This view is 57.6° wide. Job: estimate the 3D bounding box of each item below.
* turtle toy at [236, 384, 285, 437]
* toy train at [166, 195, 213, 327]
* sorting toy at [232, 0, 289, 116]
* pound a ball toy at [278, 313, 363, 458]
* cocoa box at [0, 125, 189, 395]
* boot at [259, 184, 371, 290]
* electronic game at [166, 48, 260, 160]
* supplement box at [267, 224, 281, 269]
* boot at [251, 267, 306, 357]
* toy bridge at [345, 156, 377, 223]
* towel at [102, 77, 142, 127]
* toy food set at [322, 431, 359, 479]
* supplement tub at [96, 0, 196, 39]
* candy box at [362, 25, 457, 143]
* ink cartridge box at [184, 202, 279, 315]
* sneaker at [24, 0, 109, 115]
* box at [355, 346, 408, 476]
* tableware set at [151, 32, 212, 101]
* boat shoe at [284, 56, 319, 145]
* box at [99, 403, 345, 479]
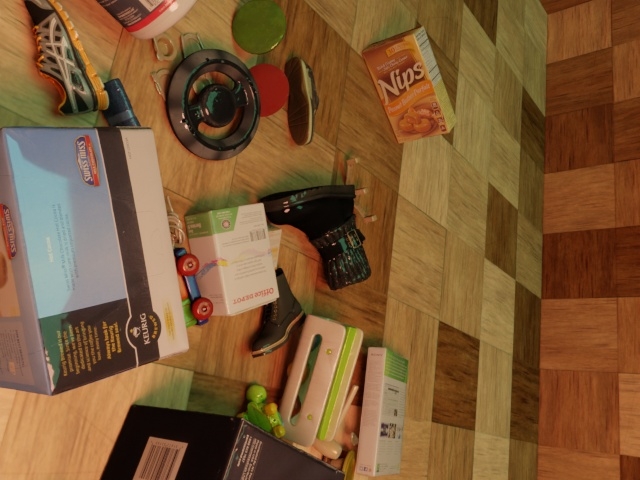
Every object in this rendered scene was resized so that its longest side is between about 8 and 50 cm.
[{"bbox_3d":[-0.126,0.374,1.248,0.130,0.095,0.066,69,16,4],"label":"turtle toy"},{"bbox_3d":[-0.305,0.058,1.064,0.143,0.105,0.248,-24,104,-36],"label":"toy train"},{"bbox_3d":[-0.126,-0.459,1.372,0.126,0.127,0.366,11,74,-77],"label":"sorting toy"},{"bbox_3d":[-0.005,0.342,1.357,0.208,0.135,0.319,26,80,-63],"label":"pound a ball toy"},{"bbox_3d":[-0.376,0.023,0.861,0.228,0.231,0.347,-12,95,-51],"label":"cocoa box"},{"bbox_3d":[0.004,0.000,1.421,0.348,0.131,0.260,-10,93,-52],"label":"boot"},{"bbox_3d":[-0.219,-0.283,1.226,0.229,0.048,0.229,-10,105,-42],"label":"electronic game"},{"bbox_3d":[-0.125,0.019,1.308,0.062,0.036,0.098,-12,116,-51],"label":"supplement box"},{"bbox_3d":[-0.116,0.161,1.306,0.137,0.076,0.198,68,28,-12],"label":"boot"},{"bbox_3d":[0.104,-0.134,1.618,0.026,0.063,0.188,-28,105,-49],"label":"toy bridge"},{"bbox_3d":[-0.362,-0.227,1.047,0.029,0.067,0.119,-39,115,-48],"label":"towel"},{"bbox_3d":[0.038,0.584,1.441,0.128,0.071,0.218,58,41,-63],"label":"toy food set"},{"bbox_3d":[-0.348,-0.507,1.006,0.272,0.191,0.191,44,53,-39],"label":"supplement tub"},{"bbox_3d":[0.275,-0.468,1.785,0.087,0.183,0.316,-52,124,-43],"label":"candy box"},{"bbox_3d":[-0.182,0.039,1.214,0.154,0.093,0.212,-15,94,-51],"label":"ink cartridge box"},{"bbox_3d":[-0.435,-0.307,0.963,0.083,0.084,0.215,-30,100,-21],"label":"sneaker"},{"bbox_3d":[0.174,0.467,1.587,0.232,0.058,0.322,39,56,-60],"label":"box"},{"bbox_3d":[-0.284,-0.359,1.202,0.168,0.020,0.141,-21,101,-51],"label":"tableware set"},{"bbox_3d":[-0.037,-0.346,1.461,0.073,0.080,0.224,-1,81,-46],"label":"boat shoe"},{"bbox_3d":[-0.167,0.429,1.012,0.294,0.296,0.183,42,53,-39],"label":"box"}]
